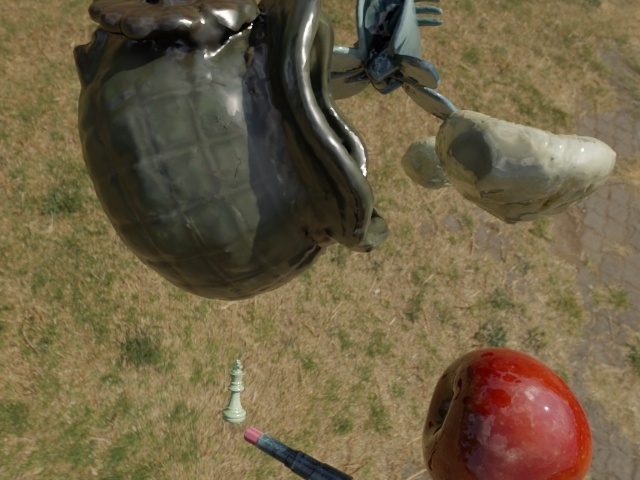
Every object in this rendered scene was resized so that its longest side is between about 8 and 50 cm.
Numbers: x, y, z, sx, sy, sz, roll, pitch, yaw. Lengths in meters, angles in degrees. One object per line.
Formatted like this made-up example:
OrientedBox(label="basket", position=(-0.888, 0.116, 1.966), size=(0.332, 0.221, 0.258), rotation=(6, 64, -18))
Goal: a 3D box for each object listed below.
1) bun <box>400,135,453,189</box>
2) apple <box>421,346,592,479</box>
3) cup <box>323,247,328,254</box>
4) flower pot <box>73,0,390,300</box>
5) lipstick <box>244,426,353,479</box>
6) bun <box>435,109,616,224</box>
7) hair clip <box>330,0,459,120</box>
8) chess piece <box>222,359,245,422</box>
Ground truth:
OrientedBox(label="bun", position=(0.367, -0.241, 1.645), size=(0.220, 0.220, 0.134), rotation=(7, 72, -10))
OrientedBox(label="apple", position=(0.285, 0.300, 0.810), size=(0.216, 0.260, 0.260), rotation=(24, 60, 0))
OrientedBox(label="cup", position=(-0.003, -0.002, 1.507), size=(0.054, 0.083, 0.075), rotation=(18, 39, -54))
OrientedBox(label="flower pot", position=(-0.073, -0.104, 0.479), size=(0.213, 0.302, 0.302), rotation=(-16, 65, 8))
OrientedBox(label="lipstick", position=(-0.052, 0.433, 1.005), size=(0.234, 0.053, 0.053), rotation=(20, 58, 21))
OrientedBox(label="bun", position=(0.202, -0.071, 0.530), size=(0.183, 0.102, 0.183), rotation=(10, 17, -3))
OrientedBox(label="hair clip", position=(0.147, -0.435, 1.115), size=(0.391, 0.318, 0.239), rotation=(14, 91, 16))
OrientedBox(label="chess piece", position=(-0.211, 0.369, 1.271), size=(0.059, 0.059, 0.149), rotation=(4, 89, -12))
